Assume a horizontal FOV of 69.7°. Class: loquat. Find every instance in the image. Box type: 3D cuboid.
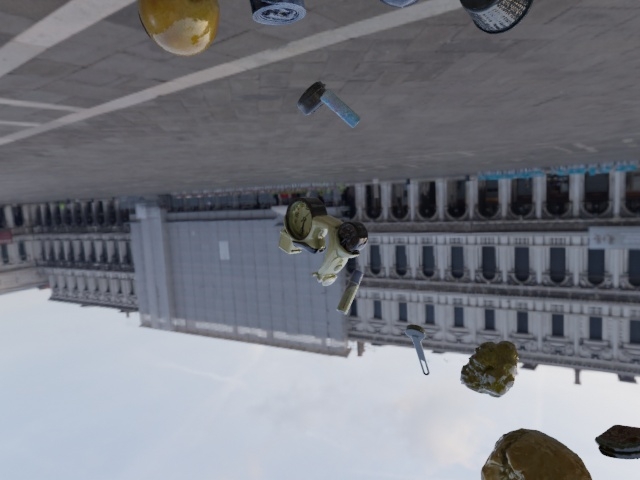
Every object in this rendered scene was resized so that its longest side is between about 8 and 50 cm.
[{"bbox_3d":[-0.458,-0.732,1.489,0.264,0.262,0.263,-3,-174,0],"label":"loquat"}]

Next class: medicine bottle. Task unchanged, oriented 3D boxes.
[{"bbox_3d":[0.153,0.264,2.369,0.059,0.230,0.059,23,164,7],"label":"medicine bottle"}]

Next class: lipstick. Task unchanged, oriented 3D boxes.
[{"bbox_3d":[0.071,-0.471,1.638,0.158,0.048,0.048,38,175,-15],"label":"lipstick"}]

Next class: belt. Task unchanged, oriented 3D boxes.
[{"bbox_3d":[-0.133,-0.722,1.399,0.142,0.082,0.190,-9,-174,46],"label":"belt"}]

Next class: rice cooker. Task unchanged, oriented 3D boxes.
[{"bbox_3d":[-0.034,-0.654,2.124,0.165,0.106,0.112,-31,-167,27],"label":"rice cooker"}]

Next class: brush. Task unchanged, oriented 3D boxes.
[{"bbox_3d":[0.318,0.352,1.464,0.062,0.266,0.027,5,-133,28],"label":"brush"}]

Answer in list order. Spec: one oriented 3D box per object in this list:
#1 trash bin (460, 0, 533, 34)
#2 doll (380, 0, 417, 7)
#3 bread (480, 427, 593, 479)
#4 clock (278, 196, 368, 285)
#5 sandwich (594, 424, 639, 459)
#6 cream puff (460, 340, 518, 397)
[{"bbox_3d":[0.448,-0.649,1.205,0.176,0.175,0.161,2,-171,40],"label":"trash bin"},{"bbox_3d":[0.191,-0.757,1.287,0.228,0.153,0.258,-10,-135,-21],"label":"doll"},{"bbox_3d":[0.408,0.493,0.887,0.134,0.244,0.244,-1,-175,-21],"label":"bread"},{"bbox_3d":[0.000,0.000,1.673,0.120,0.276,0.379,-5,-150,-41],"label":"clock"},{"bbox_3d":[0.536,0.349,0.804,0.101,0.026,0.069,-19,-165,44],"label":"sandwich"},{"bbox_3d":[0.413,0.310,1.134,0.117,0.146,0.146,11,-171,11],"label":"cream puff"}]
